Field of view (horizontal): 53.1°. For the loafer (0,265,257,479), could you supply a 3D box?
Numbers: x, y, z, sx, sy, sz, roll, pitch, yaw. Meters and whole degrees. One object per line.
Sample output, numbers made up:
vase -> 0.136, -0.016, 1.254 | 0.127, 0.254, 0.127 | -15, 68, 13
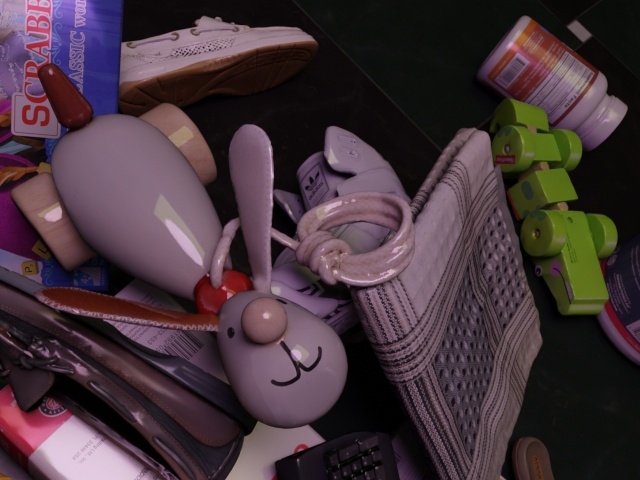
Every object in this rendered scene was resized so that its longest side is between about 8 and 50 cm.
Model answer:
loafer -> -0.175, 0.100, 0.463 | 0.268, 0.096, 0.084 | 28, 60, -7

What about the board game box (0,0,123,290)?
board game box -> -0.338, -0.116, 0.542 | 0.318, 0.066, 0.318 | 1, 100, -23

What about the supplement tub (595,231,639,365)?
supplement tub -> 0.502, 0.042, 0.808 | 0.191, 0.272, 0.191 | 11, 58, -19

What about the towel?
towel -> 0.159, 0.075, 0.643 | 0.324, 0.056, 0.312 | -52, 126, -47

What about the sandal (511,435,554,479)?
sandal -> 0.250, 0.295, 0.678 | 0.072, 0.049, 0.180 | 22, 50, -36

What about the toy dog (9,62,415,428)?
toy dog -> -0.112, -0.026, 0.454 | 0.334, 0.161, 0.220 | 16, 56, 29

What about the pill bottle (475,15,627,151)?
pill bottle -> 0.363, -0.240, 1.003 | 0.216, 0.121, 0.121 | 38, 54, -1

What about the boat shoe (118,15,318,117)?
boat shoe -> -0.132, -0.236, 0.794 | 0.277, 0.098, 0.096 | -20, 73, -30

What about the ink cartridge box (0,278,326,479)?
ink cartridge box -> -0.135, 0.175, 0.554 | 0.237, 0.100, 0.172 | 42, 54, 4

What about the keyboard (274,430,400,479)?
keyboard -> 0.017, 0.323, 0.503 | 0.202, 0.033, 0.317 | -8, 84, -38

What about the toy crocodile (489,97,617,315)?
toy crocodile -> 0.313, -0.056, 0.897 | 0.115, 0.105, 0.340 | -3, 68, -25

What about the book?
book -> 0.128, 0.256, 0.668 | 0.144, 0.035, 0.096 | 43, 56, 5

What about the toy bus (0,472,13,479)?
toy bus -> -0.235, 0.225, 0.412 | 0.220, 0.149, 0.211 | -45, 77, 5

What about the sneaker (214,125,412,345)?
sneaker -> 0.000, 0.000, 0.663 | 0.366, 0.137, 0.210 | -9, 60, -52
